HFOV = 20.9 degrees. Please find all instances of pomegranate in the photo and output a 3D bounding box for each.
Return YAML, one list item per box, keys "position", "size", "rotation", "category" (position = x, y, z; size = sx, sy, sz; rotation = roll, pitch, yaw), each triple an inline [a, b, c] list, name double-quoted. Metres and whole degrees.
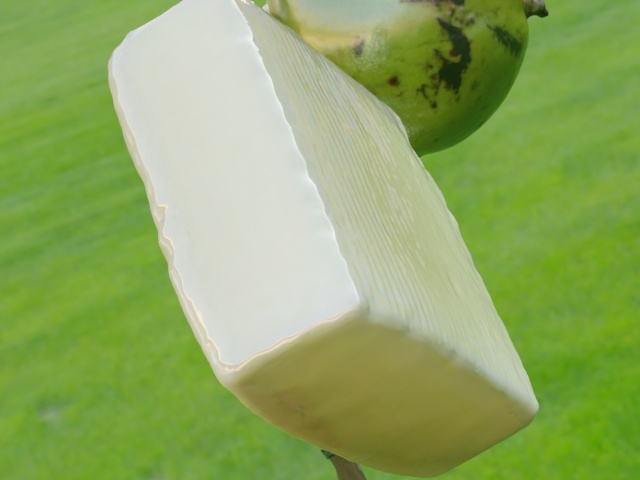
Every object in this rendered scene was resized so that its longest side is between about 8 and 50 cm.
- position: [0.035, -0.194, 1.605]
  size: [0.341, 0.260, 0.260]
  rotation: [-18, 16, -9]
  category: "pomegranate"

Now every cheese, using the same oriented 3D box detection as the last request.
- position: [0.000, 0.000, 1.092]
  size: [0.124, 0.242, 0.265]
  rotation: [-38, 53, 21]
  category: "cheese"

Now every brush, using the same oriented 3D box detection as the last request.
- position: [0.023, 0.238, 1.829]
  size: [0.034, 0.190, 0.027]
  rotation: [-15, 21, 29]
  category: "brush"
